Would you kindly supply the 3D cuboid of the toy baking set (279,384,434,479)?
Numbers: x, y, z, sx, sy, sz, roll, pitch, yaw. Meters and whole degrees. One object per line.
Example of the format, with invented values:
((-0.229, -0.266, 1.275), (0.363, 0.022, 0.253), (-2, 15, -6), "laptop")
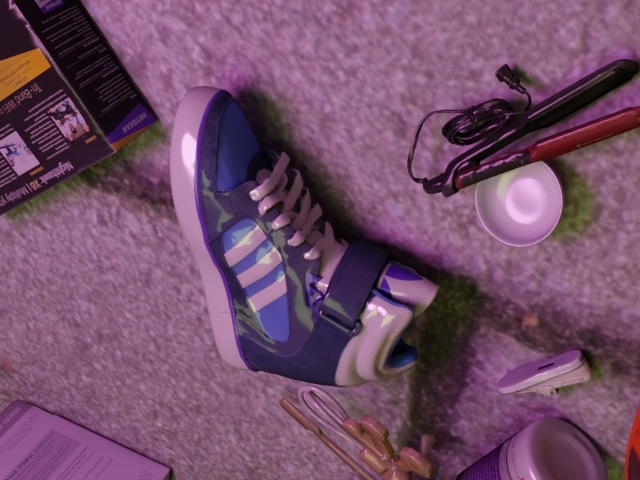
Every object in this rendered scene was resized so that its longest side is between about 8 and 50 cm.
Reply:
((0.067, 0.222, 0.971), (0.256, 0.030, 0.197), (8, 140, 55), "toy baking set")

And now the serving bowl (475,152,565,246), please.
((0.180, -0.037, 0.847), (0.083, 0.027, 0.083), (8, 103, 35), "serving bowl")

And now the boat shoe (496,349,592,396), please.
((0.223, 0.140, 0.949), (0.100, 0.035, 0.035), (-28, 102, 33), "boat shoe")

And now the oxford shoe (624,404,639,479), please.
((0.373, 0.097, 0.802), (0.132, 0.130, 0.364), (4, 122, -12), "oxford shoe")

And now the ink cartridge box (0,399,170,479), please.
((-0.400, 0.400, 1.301), (0.272, 0.309, 0.130), (21, 129, 17), "ink cartridge box")

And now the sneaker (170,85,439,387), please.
((0.000, 0.001, 0.932), (0.236, 0.130, 0.323), (1, 118, 20), "sneaker")

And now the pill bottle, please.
((0.200, 0.275, 1.004), (0.108, 0.108, 0.193), (40, 132, 0), "pill bottle")

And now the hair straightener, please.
((0.164, -0.102, 0.813), (0.230, 0.047, 0.089), (-23, 74, 40), "hair straightener")

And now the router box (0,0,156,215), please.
((-0.361, -0.163, 1.044), (0.309, 0.081, 0.243), (-20, 109, 38), "router box")
